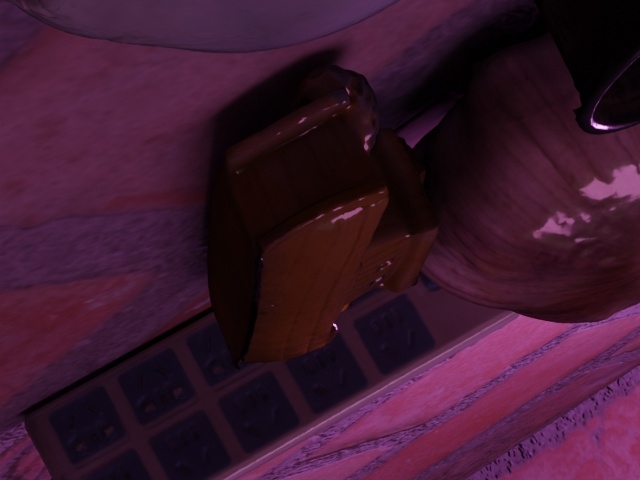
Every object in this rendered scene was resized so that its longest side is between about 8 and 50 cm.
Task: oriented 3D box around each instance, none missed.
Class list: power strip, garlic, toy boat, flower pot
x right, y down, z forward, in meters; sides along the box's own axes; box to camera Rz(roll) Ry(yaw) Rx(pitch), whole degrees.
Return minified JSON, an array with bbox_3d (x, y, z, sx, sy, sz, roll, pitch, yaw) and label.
[{"bbox_3d":[-0.023,0.081,1.235,0.367,0.106,0.043,-30,169,-5],"label":"power strip"},{"bbox_3d":[0.196,-0.015,1.067,0.245,0.253,0.245,-35,163,-13],"label":"garlic"},{"bbox_3d":[0.000,0.000,1.032,0.121,0.089,0.321,-23,164,-12],"label":"toy boat"},{"bbox_3d":[0.161,-0.136,0.863,0.157,0.107,0.157,-30,164,-10],"label":"flower pot"}]

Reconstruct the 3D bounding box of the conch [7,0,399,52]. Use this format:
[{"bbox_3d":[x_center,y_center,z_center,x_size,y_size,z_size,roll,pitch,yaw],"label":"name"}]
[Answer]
[{"bbox_3d":[-0.028,-0.118,0.572,0.185,0.121,0.221,-4,-176,27],"label":"conch"}]
